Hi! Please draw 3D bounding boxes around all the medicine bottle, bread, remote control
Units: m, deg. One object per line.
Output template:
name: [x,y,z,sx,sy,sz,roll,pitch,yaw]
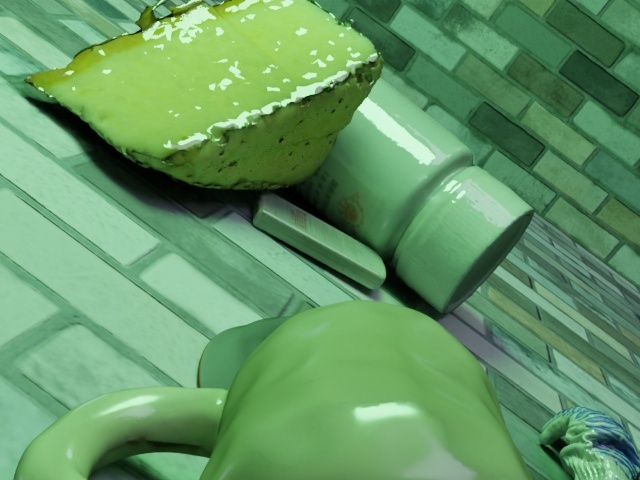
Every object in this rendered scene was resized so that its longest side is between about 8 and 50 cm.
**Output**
medicine bottle: [0.100,-0.086,1.129,0.371,0.211,0.211,42,18,17]
bread: [-0.116,-0.209,0.945,0.248,0.279,0.315,43,12,17]
remote control: [0.000,0.000,1.012,0.190,0.029,0.087,29,19,-15]

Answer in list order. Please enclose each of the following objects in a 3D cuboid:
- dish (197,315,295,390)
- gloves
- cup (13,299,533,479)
dish: [0.033,0.134,0.645,0.260,0.085,0.260,33,18,-12]
gloves: [0.309,0.248,0.890,0.229,0.097,0.119,-74,140,-76]
cup: [-0.013,0.117,0.416,0.255,0.173,0.202,29,13,-5]
